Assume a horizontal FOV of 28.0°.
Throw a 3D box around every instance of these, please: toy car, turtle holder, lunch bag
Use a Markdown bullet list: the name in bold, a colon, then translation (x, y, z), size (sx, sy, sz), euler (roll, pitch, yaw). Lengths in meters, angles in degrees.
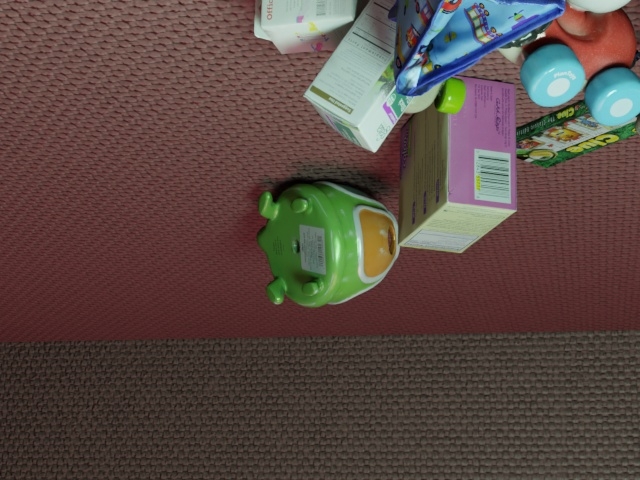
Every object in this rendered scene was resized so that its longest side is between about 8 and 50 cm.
- **toy car**: translation (0.341, -0.307, 1.577), size (0.210, 0.219, 0.238), euler (12, 131, -31)
- **turtle holder**: translation (0.008, 0.015, 2.487), size (0.227, 0.243, 0.320), euler (-8, 160, -31)
- **toy car**: translation (0.114, -0.264, 1.833), size (0.155, 0.149, 0.188), euler (11, -170, -16)
- **lunch bag**: translation (0.143, -0.309, 1.455), size (0.138, 0.221, 0.293), euler (8, 162, -20)

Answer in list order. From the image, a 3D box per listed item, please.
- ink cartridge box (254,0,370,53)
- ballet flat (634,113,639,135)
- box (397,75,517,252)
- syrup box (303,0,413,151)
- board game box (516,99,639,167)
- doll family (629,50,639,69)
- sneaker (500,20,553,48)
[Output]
- **ink cartridge box**: translation (-0.014, -0.308, 1.690), size (0.143, 0.092, 0.090), euler (-3, 163, 17)
- **ballet flat**: translation (0.613, -0.230, 1.907), size (0.315, 0.108, 0.106), euler (-13, 139, 25)
- **box**: translation (0.218, -0.117, 2.074), size (0.117, 0.214, 0.243), euler (7, 162, -14)
- **syrup box**: translation (0.090, -0.241, 1.643), size (0.096, 0.237, 0.093), euler (32, 175, 24)
- **board game box**: translation (0.427, -0.182, 2.161), size (0.136, 0.030, 0.259), euler (11, 161, -33)
- **doll family**: translation (0.402, -0.259, 1.801), size (0.111, 0.076, 0.193), euler (-5, -158, 31)
- **sneaker**: translation (0.271, -0.354, 1.465), size (0.286, 0.130, 0.109), euler (-39, 142, 23)
